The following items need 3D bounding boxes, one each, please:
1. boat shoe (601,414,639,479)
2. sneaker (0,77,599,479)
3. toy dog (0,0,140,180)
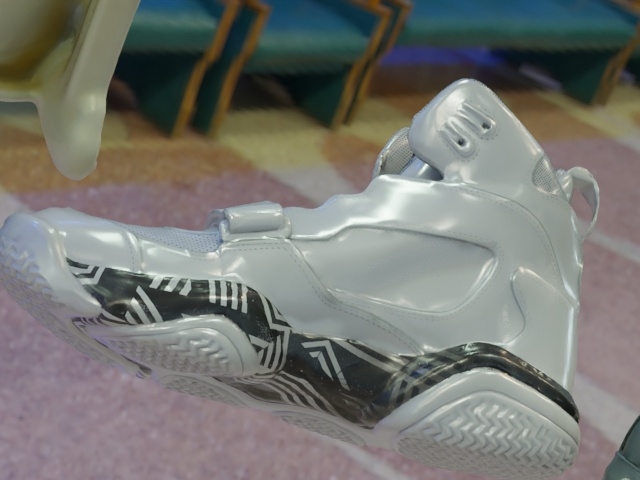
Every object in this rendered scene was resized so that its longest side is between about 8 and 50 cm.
[{"bbox_3d":[0.276,0.210,0.897,0.116,0.099,0.319,30,18,-52],"label":"boat shoe"},{"bbox_3d":[0.000,0.000,0.968,0.366,0.210,0.137,19,-17,-10],"label":"sneaker"},{"bbox_3d":[-0.353,-0.275,1.268,0.408,0.284,0.395,8,48,-26],"label":"toy dog"}]
